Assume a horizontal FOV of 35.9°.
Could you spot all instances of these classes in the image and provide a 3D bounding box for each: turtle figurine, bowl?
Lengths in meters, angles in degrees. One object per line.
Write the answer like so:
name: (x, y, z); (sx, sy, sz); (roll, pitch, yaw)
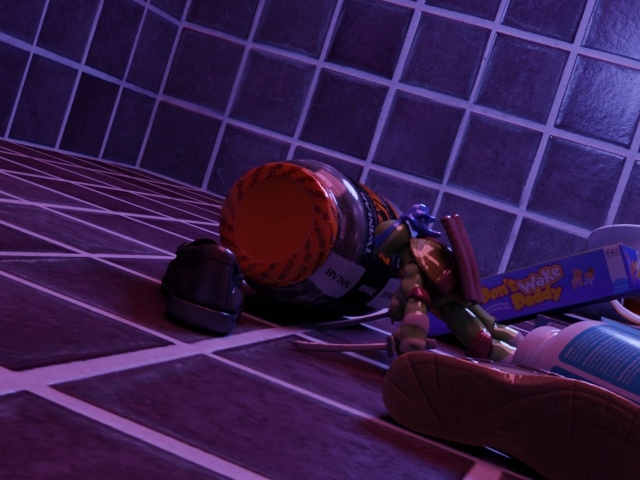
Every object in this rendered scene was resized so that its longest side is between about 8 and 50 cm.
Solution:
turtle figurine: (0.134, 0.121, 1.270); (0.266, 0.275, 0.198); (38, -18, 4)
bowl: (0.683, 0.089, 2.032); (0.297, 0.134, 0.298); (18, -17, 5)

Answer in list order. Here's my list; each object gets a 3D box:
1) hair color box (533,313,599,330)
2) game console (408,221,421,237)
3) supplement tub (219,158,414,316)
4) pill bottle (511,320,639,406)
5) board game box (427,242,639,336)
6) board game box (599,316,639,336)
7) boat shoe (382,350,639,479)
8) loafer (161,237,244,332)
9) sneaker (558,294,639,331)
hair color box: (0.480, 0.200, 1.726); (0.174, 0.105, 0.347); (16, 2, 24)
game console: (0.271, 0.062, 2.411); (0.173, 0.250, 0.293); (-10, -10, 26)
supplement tub: (0.000, 0.000, 1.444); (0.207, 0.207, 0.338); (20, 0, 23)
pill bottle: (0.324, 0.172, 1.048); (0.146, 0.146, 0.264); (16, 5, -35)
board game box: (0.375, 0.092, 1.717); (0.347, 0.078, 0.233); (-16, -10, 22)
board game box: (0.511, 0.225, 1.262); (0.336, 0.079, 0.254); (21, 15, 9)
boat shoe: (0.202, 0.166, 0.933); (0.285, 0.103, 0.092); (13, 7, 16)
loafer: (-0.133, 0.039, 1.211); (0.109, 0.095, 0.302); (18, 4, -10)
sneaker: (0.541, 0.107, 1.941); (0.321, 0.127, 0.126); (17, 47, 26)
